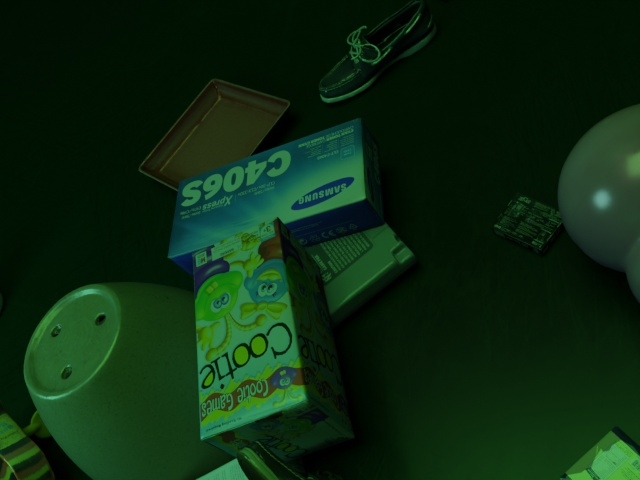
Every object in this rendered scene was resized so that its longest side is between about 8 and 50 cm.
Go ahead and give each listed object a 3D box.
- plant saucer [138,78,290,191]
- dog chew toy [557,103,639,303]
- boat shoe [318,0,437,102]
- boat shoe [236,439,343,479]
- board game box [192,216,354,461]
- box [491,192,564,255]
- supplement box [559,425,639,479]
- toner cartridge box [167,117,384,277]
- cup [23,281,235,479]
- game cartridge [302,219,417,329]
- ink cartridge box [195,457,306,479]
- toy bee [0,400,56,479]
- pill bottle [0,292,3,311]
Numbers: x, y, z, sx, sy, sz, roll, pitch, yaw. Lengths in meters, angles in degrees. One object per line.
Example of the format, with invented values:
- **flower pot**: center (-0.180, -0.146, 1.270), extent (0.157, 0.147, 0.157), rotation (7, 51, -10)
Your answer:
- **plant saucer**: center (-0.207, -0.193, 1.316), extent (0.259, 0.048, 0.258), rotation (26, 74, 39)
- **dog chew toy**: center (0.413, 0.003, 0.718), extent (0.207, 0.206, 0.332), rotation (-32, 57, 8)
- **boat shoe**: center (0.097, -0.352, 1.223), extent (0.254, 0.079, 0.095), rotation (-30, 49, 9)
- **boat shoe**: center (0.000, 0.306, 0.770), extent (0.073, 0.223, 0.080), rotation (-46, 1, -27)
- **board game box**: center (-0.068, 0.133, 0.872), extent (0.142, 0.144, 0.275), rotation (-23, 50, 14)
- **box**: center (0.292, -0.024, 0.919), extent (0.083, 0.018, 0.067), rotation (30, 77, 41)
- **supplement box**: center (0.313, 0.258, 0.685), extent (0.083, 0.056, 0.083), rotation (-42, 48, -1)
- **toner cartridge box**: center (-0.075, -0.064, 1.060), extent (0.348, 0.075, 0.165), rotation (-16, 53, 21)
- **cup**: center (-0.280, 0.191, 0.965), extent (0.331, 0.237, 0.331), rotation (-15, 53, 21)
- **game cartridge**: center (0.000, 0.000, 1.055), extent (0.196, 0.060, 0.294), rotation (-36, 47, 0)
- **ink cartridge box**: center (-0.111, 0.386, 0.858), extent (0.225, 0.056, 0.181), rotation (-32, 48, 14)
- **toy bee**: center (-0.542, 0.316, 1.063), extent (0.298, 0.162, 0.195), rotation (11, 25, 13)
- **pill bottle**: center (-0.756, 0.106, 1.335), extent (0.108, 0.193, 0.108), rotation (-15, 52, 21)
